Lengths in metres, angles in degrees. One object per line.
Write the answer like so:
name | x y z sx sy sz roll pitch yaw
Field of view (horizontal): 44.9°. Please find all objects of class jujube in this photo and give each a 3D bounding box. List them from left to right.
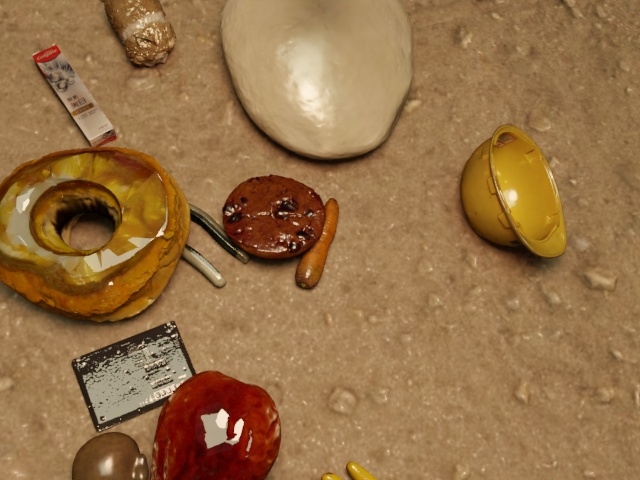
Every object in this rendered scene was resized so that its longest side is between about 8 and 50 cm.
jujube | -0.168 0.328 1.167 0.190 0.190 0.255 25 83 3

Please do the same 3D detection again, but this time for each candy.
candy | 0.008 -0.352 1.472 0.386 0.186 0.426 -3 72 -14

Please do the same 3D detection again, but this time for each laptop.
laptop | -0.301 0.219 1.268 0.180 0.016 0.129 -22 71 -15

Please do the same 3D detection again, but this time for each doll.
doll | -0.355 -0.434 1.494 0.105 0.115 0.221 -26 66 -7

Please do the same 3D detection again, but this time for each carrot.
carrot | 0.000 0.000 1.390 0.047 0.047 0.191 20 63 1

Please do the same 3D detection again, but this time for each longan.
longan | -0.313 0.342 1.165 0.119 0.106 0.106 0 65 14

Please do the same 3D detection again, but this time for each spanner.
spanner | -0.268 -0.049 1.373 0.325 0.040 0.095 40 68 8

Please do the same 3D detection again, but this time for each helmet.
helmet | 0.332 -0.072 1.419 0.205 0.140 0.256 0 74 -43

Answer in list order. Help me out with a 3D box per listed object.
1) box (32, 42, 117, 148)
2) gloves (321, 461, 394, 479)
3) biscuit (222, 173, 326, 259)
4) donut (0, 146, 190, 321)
box | -0.457 -0.268 1.438 0.055 0.039 0.218 -33 75 -18
gloves | 0.110 0.466 1.184 0.294 0.116 0.133 36 60 14
biscuit | -0.082 -0.046 1.370 0.192 0.049 0.192 2 45 -2
donut | -0.382 -0.017 1.263 0.330 0.160 0.329 0 81 3
